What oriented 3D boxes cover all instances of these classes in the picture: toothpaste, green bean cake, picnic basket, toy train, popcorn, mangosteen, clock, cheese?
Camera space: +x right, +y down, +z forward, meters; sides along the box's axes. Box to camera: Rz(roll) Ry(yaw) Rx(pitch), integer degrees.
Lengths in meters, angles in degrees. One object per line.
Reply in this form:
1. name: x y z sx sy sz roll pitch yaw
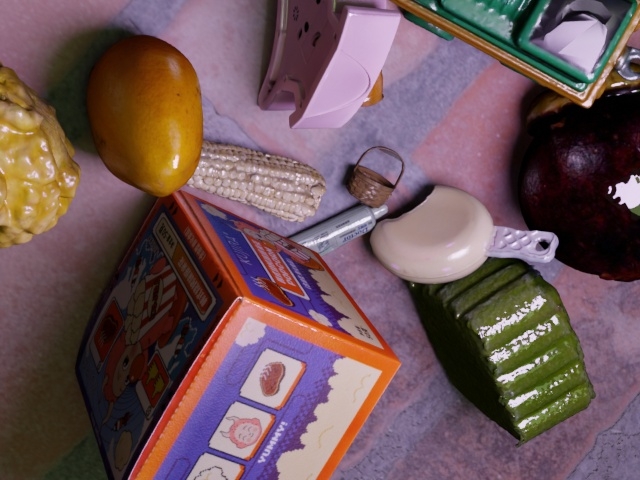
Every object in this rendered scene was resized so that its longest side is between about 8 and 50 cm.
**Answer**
1. toothpaste: 0.000 0.000 1.868 0.218 0.041 0.064 -27 121 -8
2. green bean cake: 0.265 0.141 1.899 0.156 0.250 0.247 -30 116 -10
3. picnic basket: 0.081 -0.095 1.848 0.072 0.072 0.083 22 109 -26
4. toy train: 0.253 -0.323 1.710 0.429 0.249 0.178 28 99 -2
5. popcorn: -0.405 -0.106 1.565 0.190 0.250 0.250 -43 117 3
6. mangosteen: 0.432 -0.115 1.872 0.306 0.307 0.347 -2 78 -21
7. clock: -0.009 -0.282 1.698 0.080 0.275 0.290 0 144 -24
8. cheese: 0.199 0.010 1.830 0.163 0.248 0.071 -47 141 -20

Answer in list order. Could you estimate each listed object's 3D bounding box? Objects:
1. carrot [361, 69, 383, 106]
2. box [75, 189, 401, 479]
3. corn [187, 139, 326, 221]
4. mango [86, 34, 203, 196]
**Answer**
1. carrot: 0.048 -0.285 1.755 0.072 0.072 0.205 -15 122 -17
2. box: -0.129 0.165 1.680 0.256 0.349 0.319 23 106 -27
3. corn: -0.095 -0.085 1.780 0.210 0.087 0.087 16 101 -19
4. mango: -0.214 -0.152 1.606 0.138 0.257 0.187 14 102 -25
